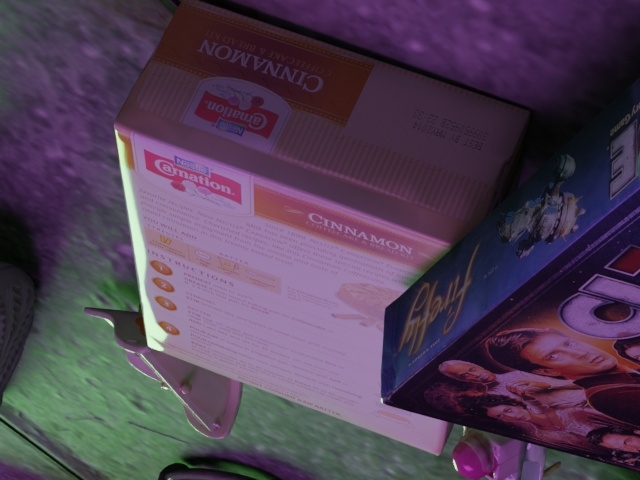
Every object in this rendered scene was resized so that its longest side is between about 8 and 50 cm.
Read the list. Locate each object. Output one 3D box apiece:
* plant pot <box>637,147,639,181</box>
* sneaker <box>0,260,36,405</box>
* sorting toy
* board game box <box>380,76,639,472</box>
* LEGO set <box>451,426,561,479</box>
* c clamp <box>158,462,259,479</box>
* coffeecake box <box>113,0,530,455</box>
[{"bbox_3d":[0.209,-0.025,0.394,0.252,0.247,0.248,36,157,19],"label":"plant pot"},{"bbox_3d":[-0.268,0.065,1.090,0.180,0.124,0.321,28,153,-4],"label":"sneaker"},{"bbox_3d":[-0.084,0.055,1.006,0.075,0.045,0.083,13,152,39],"label":"sorting toy"},{"bbox_3d":[0.144,0.013,0.645,0.165,0.042,0.243,17,149,-17],"label":"board game box"},{"bbox_3d":[0.154,0.184,0.836,0.287,0.107,0.132,28,139,44],"label":"LEGO set"},{"bbox_3d":[-0.052,0.178,1.212,0.137,0.022,0.161,13,151,25],"label":"c clamp"},{"bbox_3d":[0.000,0.000,0.798,0.142,0.068,0.185,20,153,10],"label":"coffeecake box"}]
